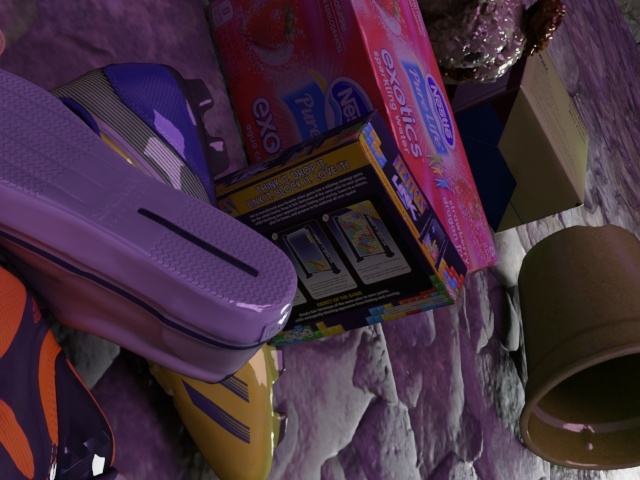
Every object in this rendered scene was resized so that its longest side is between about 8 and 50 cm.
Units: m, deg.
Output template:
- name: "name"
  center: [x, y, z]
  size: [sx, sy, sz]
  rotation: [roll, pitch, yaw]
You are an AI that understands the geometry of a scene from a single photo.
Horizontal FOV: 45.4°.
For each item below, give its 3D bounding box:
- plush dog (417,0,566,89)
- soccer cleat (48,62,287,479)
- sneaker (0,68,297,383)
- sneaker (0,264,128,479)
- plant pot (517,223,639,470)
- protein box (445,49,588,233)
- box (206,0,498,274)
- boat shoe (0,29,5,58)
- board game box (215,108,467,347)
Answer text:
- name: "plush dog"
  center: [0.154, -0.275, 0.897]
  size: [0.225, 0.262, 0.211]
  rotation: [51, 27, -41]
- name: "soccer cleat"
  center: [-0.105, 0.029, 0.498]
  size: [0.121, 0.093, 0.289]
  rotation: [-15, 91, -28]
- name: "sneaker"
  center: [-0.140, -0.005, 0.402]
  size: [0.258, 0.091, 0.094]
  rotation: [33, 34, 2]
- name: "sneaker"
  center: [-0.211, 0.093, 0.269]
  size: [0.180, 0.124, 0.321]
  rotation: [66, 21, 1]
- name: "plant pot"
  center: [0.378, 0.124, 1.018]
  size: [0.276, 0.276, 0.254]
  rotation: [44, 29, -35]
- name: "protein box"
  center: [0.282, -0.160, 1.109]
  size: [0.200, 0.136, 0.201]
  rotation: [55, 36, -22]
- name: "box"
  center: [0.033, -0.094, 0.692]
  size: [0.154, 0.142, 0.300]
  rotation: [-7, 79, -58]
- name: "boat shoe"
  center: [-0.234, -0.148, 0.398]
  size: [0.170, 0.059, 0.063]
  rotation: [38, 44, -40]
- name: "board game box"
  center: [0.000, 0.000, 0.566]
  size: [0.141, 0.170, 0.048]
  rotation: [59, 36, -19]
